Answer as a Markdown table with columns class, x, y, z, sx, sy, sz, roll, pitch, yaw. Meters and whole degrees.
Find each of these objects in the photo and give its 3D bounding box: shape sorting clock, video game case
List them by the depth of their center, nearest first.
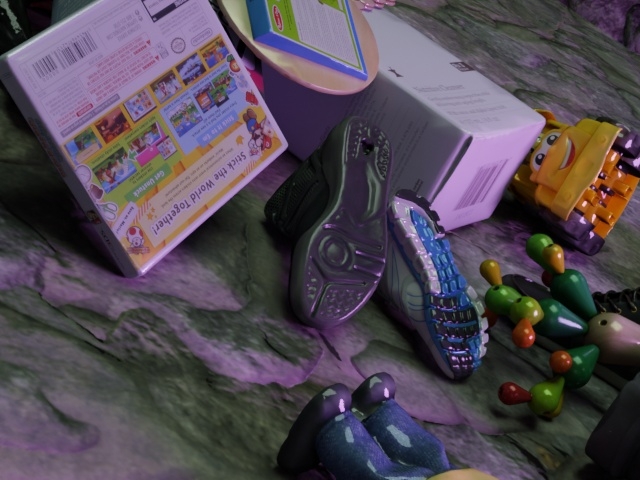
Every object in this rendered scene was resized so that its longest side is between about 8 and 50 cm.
| class | x | y | z | sx | sy | sz | roll | pitch | yaw |
| --- | --- | --- | --- | --- | --- | --- | --- | --- | --- |
| video game case | -0.143 | -0.113 | 0.999 | 0.227 | 0.026 | 0.206 | -45 | 113 | -42 |
| shape sorting clock | -0.025 | -0.233 | 1.212 | 0.206 | 0.040 | 0.206 | 28 | 41 | -27 |

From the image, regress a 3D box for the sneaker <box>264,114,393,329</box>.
| class | x | y | z | sx | sy | sz | roll | pitch | yaw |
| --- | --- | --- | --- | --- | --- | --- | --- | --- | --- |
| sneaker | 0.000 | 0.000 | 1.106 | 0.087 | 0.130 | 0.228 | 24 | 52 | -21 |

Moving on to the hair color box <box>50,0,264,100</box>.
| class | x | y | z | sx | sy | sz | roll | pitch | yaw |
| --- | --- | --- | --- | --- | --- | --- | --- | --- | --- |
| hair color box | -0.167 | -0.261 | 1.203 | 0.185 | 0.113 | 0.375 | 33 | 35 | -37 |

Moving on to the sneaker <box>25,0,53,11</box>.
| class | x | y | z | sx | sy | sz | roll | pitch | yaw |
| --- | --- | --- | --- | --- | --- | --- | --- | --- | --- |
| sneaker | -0.328 | -0.321 | 1.317 | 0.136 | 0.116 | 0.313 | 42 | 28 | 29 |

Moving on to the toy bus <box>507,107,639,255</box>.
| class | x | y | z | sx | sy | sz | roll | pitch | yaw |
| --- | --- | --- | --- | --- | --- | --- | --- | --- | --- |
| toy bus | 0.289 | -0.101 | 1.467 | 0.211 | 0.149 | 0.220 | 34 | 3 | 23 |

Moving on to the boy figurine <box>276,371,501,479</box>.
| class | x | y | z | sx | sy | sz | roll | pitch | yaw |
| --- | --- | --- | --- | --- | --- | --- | --- | --- | --- |
| boy figurine | 0.106 | 0.210 | 0.794 | 0.285 | 0.092 | 0.177 | 43 | 28 | 26 |

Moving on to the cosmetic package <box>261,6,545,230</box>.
| class | x | y | z | sx | sy | sz | roll | pitch | yaw |
| --- | --- | --- | --- | --- | --- | --- | --- | --- | --- |
| cosmetic package | 0.047 | -0.178 | 1.389 | 0.385 | 0.156 | 0.217 | 40 | 28 | 20 |

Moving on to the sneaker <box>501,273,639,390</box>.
| class | x | y | z | sx | sy | sz | roll | pitch | yaw |
| --- | --- | --- | --- | --- | --- | --- | --- | --- | --- |
| sneaker | 0.300 | 0.071 | 1.226 | 0.222 | 0.118 | 0.083 | 30 | 25 | 3 |

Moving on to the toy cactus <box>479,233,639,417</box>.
| class | x | y | z | sx | sy | sz | roll | pitch | yaw |
| --- | --- | --- | --- | --- | --- | --- | --- | --- | --- |
| toy cactus | 0.240 | 0.093 | 1.130 | 0.180 | 0.112 | 0.219 | 17 | 36 | -7 |

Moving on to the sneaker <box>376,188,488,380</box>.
| class | x | y | z | sx | sy | sz | roll | pitch | yaw |
| --- | --- | --- | --- | --- | --- | --- | --- | --- | --- |
| sneaker | 0.095 | 0.051 | 1.115 | 0.071 | 0.083 | 0.191 | 2 | 59 | -40 |

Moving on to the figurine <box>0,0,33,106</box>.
| class | x | y | z | sx | sy | sz | roll | pitch | yaw |
| --- | --- | --- | --- | --- | --- | --- | --- | --- | --- |
| figurine | -0.346 | -0.188 | 1.086 | 0.215 | 0.092 | 0.209 | -3 | 44 | -49 |

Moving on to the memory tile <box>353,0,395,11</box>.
| class | x | y | z | sx | sy | sz | roll | pitch | yaw |
| --- | --- | --- | --- | --- | --- | --- | --- | --- | --- |
| memory tile | 0.027 | -0.320 | 1.442 | 0.113 | 0.012 | 0.148 | 34 | 26 | 12 |

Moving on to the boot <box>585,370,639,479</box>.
| class | x | y | z | sx | sy | sz | roll | pitch | yaw |
| --- | --- | --- | --- | --- | --- | --- | --- | --- | --- |
| boot | 0.501 | 0.259 | 1.040 | 0.445 | 0.146 | 0.367 | 38 | 36 | 27 |
